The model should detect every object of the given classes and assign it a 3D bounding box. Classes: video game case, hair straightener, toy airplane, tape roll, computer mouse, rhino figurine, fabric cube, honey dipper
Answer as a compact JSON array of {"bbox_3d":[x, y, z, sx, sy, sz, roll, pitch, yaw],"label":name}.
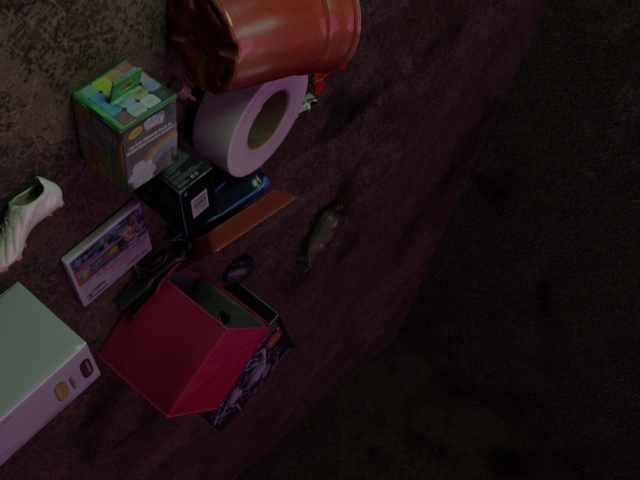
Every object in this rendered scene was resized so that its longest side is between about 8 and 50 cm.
[{"bbox_3d":[-0.446,0.027,1.891,0.201,0.023,0.183,-43,158,-24],"label":"video game case"},{"bbox_3d":[-0.382,0.077,2.027,0.230,0.047,0.089,-43,134,11],"label":"hair straightener"},{"bbox_3d":[0.021,-0.418,2.201,0.151,0.028,0.151,-46,160,-21],"label":"toy airplane"},{"bbox_3d":[-0.147,-0.280,1.909,0.286,0.100,0.286,-50,164,-20],"label":"tape roll"},{"bbox_3d":[-0.257,0.110,2.422,0.242,0.041,0.071,-34,153,-42],"label":"computer mouse"},{"bbox_3d":[0.000,0.000,2.773,0.243,0.073,0.106,-60,163,21],"label":"rhino figurine"},{"bbox_3d":[-0.324,0.243,2.175,0.258,0.254,0.259,-58,159,8],"label":"fabric cube"},{"bbox_3d":[-0.256,-0.284,1.801,0.030,0.030,0.161,-54,162,1],"label":"honey dipper"}]

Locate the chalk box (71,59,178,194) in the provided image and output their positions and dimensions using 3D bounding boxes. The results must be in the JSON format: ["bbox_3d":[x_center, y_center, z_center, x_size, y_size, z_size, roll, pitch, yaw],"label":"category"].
[{"bbox_3d":[-0.341,-0.215,1.573,0.132,0.132,0.213,-40,155,-32],"label":"chalk box"}]

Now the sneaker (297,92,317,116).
[{"bbox_3d":[-0.041,-0.324,2.204,0.083,0.037,0.032,-49,161,-9],"label":"sneaker"}]

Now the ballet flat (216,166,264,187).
[{"bbox_3d":[-0.207,-0.124,2.113,0.188,0.070,0.070,-47,164,23],"label":"ballet flat"}]

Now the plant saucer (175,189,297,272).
[{"bbox_3d":[-0.211,-0.029,2.109,0.259,0.047,0.258,-35,-174,-31],"label":"plant saucer"}]

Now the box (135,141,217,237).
[{"bbox_3d":[-0.295,-0.116,1.792,0.093,0.158,0.156,-43,158,-26],"label":"box"}]

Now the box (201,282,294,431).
[{"bbox_3d":[-0.265,0.334,2.569,0.343,0.179,0.312,-49,161,-13],"label":"box"}]

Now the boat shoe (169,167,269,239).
[{"bbox_3d":[-0.238,-0.092,2.051,0.258,0.089,0.109,-32,175,3],"label":"boat shoe"}]

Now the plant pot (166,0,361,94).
[{"bbox_3d":[-0.115,-0.399,1.626,0.265,0.272,0.272,-28,149,-35],"label":"plant pot"}]

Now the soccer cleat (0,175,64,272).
[{"bbox_3d":[-0.531,-0.028,1.562,0.196,0.068,0.076,-52,145,-8],"label":"soccer cleat"}]

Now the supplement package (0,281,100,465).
[{"bbox_3d":[-0.585,0.250,1.674,0.262,0.204,0.145,-44,157,-24],"label":"supplement package"}]
